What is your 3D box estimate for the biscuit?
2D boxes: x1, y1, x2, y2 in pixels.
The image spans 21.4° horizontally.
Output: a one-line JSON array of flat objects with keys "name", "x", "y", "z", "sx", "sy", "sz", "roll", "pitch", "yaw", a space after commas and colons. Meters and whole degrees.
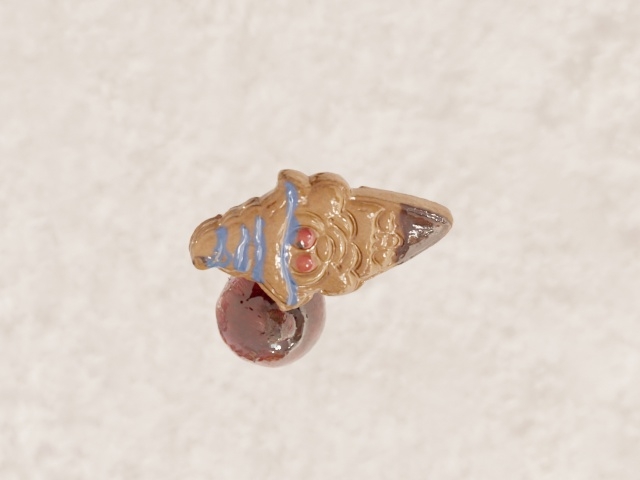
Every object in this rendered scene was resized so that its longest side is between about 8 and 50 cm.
[{"name": "biscuit", "x": 0.000, "y": 0.000, "z": 1.775, "sx": 0.043, "sy": 0.280, "sz": 0.183, "roll": -90, "pitch": -5, "yaw": -47}]

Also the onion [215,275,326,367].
[{"name": "onion", "x": -0.056, "y": 0.082, "z": 1.910, "sx": 0.131, "sy": 0.131, "sz": 0.131, "roll": 27, "pitch": 126, "yaw": 44}]
